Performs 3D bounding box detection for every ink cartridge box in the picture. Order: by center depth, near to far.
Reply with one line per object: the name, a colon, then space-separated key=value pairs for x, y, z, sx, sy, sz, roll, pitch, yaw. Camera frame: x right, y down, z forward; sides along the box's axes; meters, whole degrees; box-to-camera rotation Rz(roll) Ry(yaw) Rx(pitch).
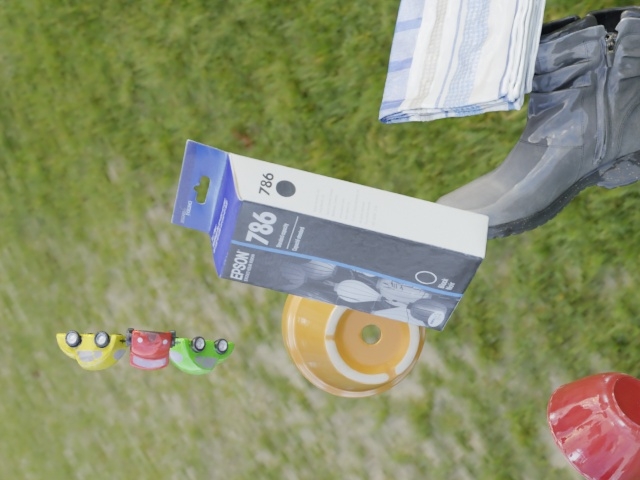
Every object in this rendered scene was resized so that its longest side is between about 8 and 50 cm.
ink cartridge box: x=0.000 y=0.000 z=1.315 sx=0.333 sy=0.065 sz=0.165 roll=14 pitch=146 yaw=-3

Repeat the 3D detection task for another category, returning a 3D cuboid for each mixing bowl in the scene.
mixing bowl: x=0.431 y=0.258 z=1.750 sx=0.181 sy=0.181 sz=0.098 roll=49 pitch=133 yaw=15

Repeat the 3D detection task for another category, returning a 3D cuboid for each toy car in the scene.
toy car: x=-0.213 y=0.154 z=1.641 sx=0.239 sy=0.225 sz=0.053 roll=-6 pitch=78 yaw=48

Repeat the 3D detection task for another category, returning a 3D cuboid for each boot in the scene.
boot: x=0.265 y=-0.150 z=1.463 sx=0.118 sy=0.338 sz=0.222 roll=38 pitch=148 yaw=59

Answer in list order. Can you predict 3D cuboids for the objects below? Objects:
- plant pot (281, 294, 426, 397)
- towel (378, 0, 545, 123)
plant pot: x=0.057 y=0.124 z=1.675 sx=0.205 sy=0.205 sz=0.188 roll=63 pitch=174 yaw=-5
towel: x=0.168 y=-0.248 z=1.461 sx=0.285 sy=0.034 sz=0.209 roll=1 pitch=78 yaw=60
